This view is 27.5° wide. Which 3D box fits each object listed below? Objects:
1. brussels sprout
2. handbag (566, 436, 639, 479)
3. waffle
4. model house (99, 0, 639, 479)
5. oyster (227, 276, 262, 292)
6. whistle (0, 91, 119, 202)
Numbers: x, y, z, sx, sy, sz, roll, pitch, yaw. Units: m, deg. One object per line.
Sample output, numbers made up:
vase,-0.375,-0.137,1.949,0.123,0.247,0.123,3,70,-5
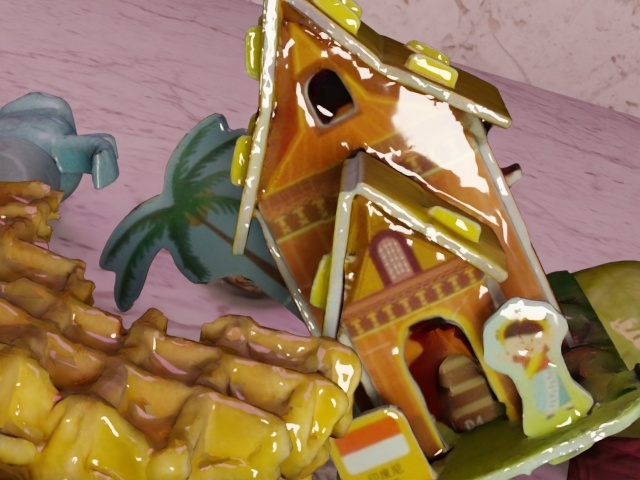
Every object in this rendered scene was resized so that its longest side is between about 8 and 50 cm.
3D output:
brussels sprout,0.270,0.106,1.060,0.223,0.161,0.223,22,11,-4
handbag,0.245,0.195,0.757,0.225,0.135,0.146,2,15,3
waffle,-0.154,0.077,0.715,0.324,0.151,0.261,25,22,24
model house,-0.016,0.001,0.872,0.340,0.323,0.300,-24,11,8
oyster,0.000,0.006,1.230,0.294,0.094,0.166,18,33,-42
whistle,-0.256,-0.055,1.103,0.186,0.093,0.274,-7,21,3
